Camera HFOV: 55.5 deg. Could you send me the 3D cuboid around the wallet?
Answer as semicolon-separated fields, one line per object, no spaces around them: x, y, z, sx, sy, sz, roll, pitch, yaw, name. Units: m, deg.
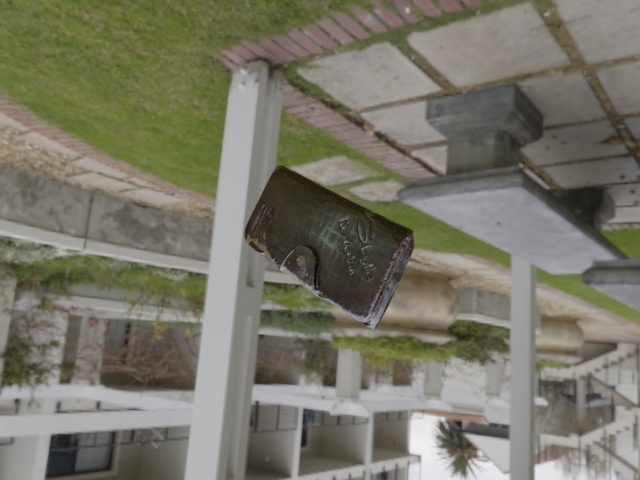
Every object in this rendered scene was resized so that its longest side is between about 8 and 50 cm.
0.000;0.000;0.729;0.232;0.121;0.031;30;-170;36;wallet
